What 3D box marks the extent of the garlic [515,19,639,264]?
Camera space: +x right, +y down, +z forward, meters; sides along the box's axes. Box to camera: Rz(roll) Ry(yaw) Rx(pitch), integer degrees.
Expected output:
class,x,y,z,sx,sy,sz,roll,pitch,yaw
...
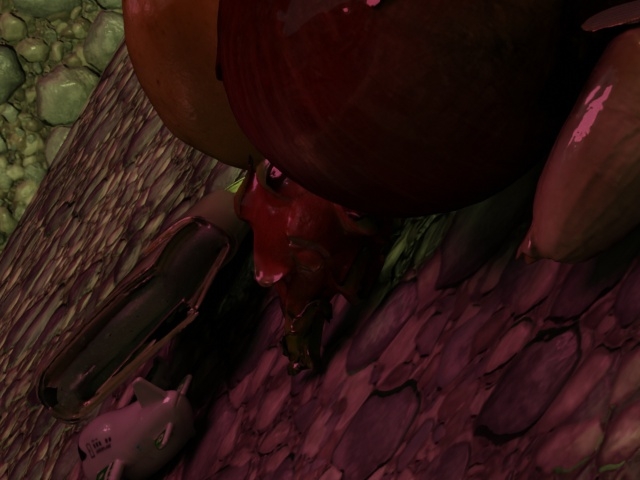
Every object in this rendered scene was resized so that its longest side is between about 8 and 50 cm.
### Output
class,x,y,z,sx,sy,sz,roll,pitch,yaw
garlic,0.196,-0.068,1.180,0.195,0.087,0.101,-62,3,-14

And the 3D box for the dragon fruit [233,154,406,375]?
class,x,y,z,sx,sy,sz,roll,pitch,yaw
dragon fruit,-0.001,-0.002,1.532,0.137,0.135,0.236,-44,-39,-60

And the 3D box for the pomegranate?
class,x,y,z,sx,sy,sz,roll,pitch,yaw
pomegranate,-0.014,-0.213,1.664,0.332,0.332,0.332,-49,18,22

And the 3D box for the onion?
class,x,y,z,sx,sy,sz,roll,pitch,yaw
onion,0.082,-0.186,1.351,0.353,0.353,0.353,-49,18,22

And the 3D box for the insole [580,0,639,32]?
class,x,y,z,sx,sy,sz,roll,pitch,yaw
insole,0.252,-0.157,1.158,0.188,0.004,0.064,-12,19,24

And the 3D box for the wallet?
class,x,y,z,sx,sy,sz,roll,pitch,yaw
wallet,-0.151,0.041,1.853,0.223,0.077,0.309,-47,3,29

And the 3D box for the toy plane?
class,x,y,z,sx,sy,sz,roll,pitch,yaw
toy plane,-0.175,0.183,1.745,0.174,0.080,0.174,-52,16,22
